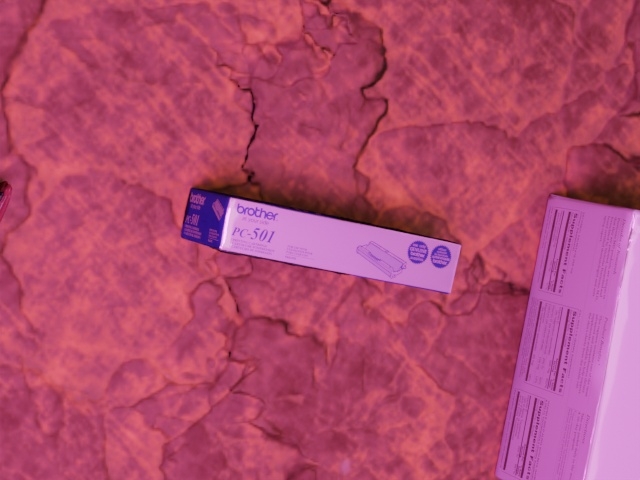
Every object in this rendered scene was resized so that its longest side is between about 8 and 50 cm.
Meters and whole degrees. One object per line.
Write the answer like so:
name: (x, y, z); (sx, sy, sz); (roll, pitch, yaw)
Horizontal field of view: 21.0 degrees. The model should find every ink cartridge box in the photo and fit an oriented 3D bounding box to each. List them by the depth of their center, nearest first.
ink cartridge box: (0.000, 0.000, 1.413); (0.207, 0.097, 0.046); (11, 92, -24)

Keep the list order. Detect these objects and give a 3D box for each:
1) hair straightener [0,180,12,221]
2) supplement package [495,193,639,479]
hair straightener: (-0.320, 0.045, 1.315); (0.089, 0.047, 0.230); (25, 90, -24)
supplement package: (0.297, 0.109, 1.528); (0.204, 0.145, 0.262); (10, 93, -24)
